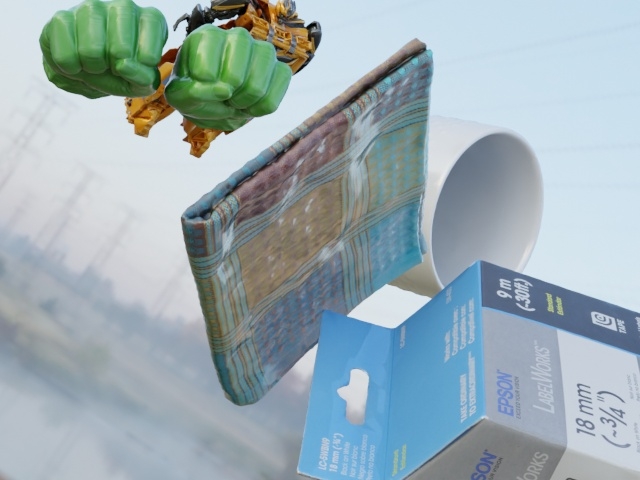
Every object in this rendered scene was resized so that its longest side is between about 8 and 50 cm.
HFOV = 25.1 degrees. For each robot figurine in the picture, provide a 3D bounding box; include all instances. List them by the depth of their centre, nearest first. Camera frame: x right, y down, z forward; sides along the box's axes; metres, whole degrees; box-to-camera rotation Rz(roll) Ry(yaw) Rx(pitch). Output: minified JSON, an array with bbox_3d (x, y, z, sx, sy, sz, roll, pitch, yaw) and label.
[{"bbox_3d":[-0.131,-0.235,2.008,0.211,0.291,0.085,18,47,-39],"label":"robot figurine"}]

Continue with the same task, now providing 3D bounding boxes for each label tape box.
[{"bbox_3d":[0.164,0.130,1.171,0.333,0.106,0.241,18,29,-5],"label":"label tape box"}]

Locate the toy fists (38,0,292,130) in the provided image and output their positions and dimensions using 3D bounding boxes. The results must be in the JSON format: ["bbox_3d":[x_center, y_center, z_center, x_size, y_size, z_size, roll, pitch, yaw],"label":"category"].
[{"bbox_3d":[-0.171,-0.193,1.588,0.279,0.096,0.142,14,-24,-18],"label":"toy fists"}]

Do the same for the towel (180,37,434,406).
[{"bbox_3d":[0.000,0.000,1.321,0.040,0.271,0.370,44,-19,22],"label":"towel"}]

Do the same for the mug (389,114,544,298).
[{"bbox_3d":[0.102,-0.064,2.204,0.328,0.276,0.374,16,11,43],"label":"mug"}]
